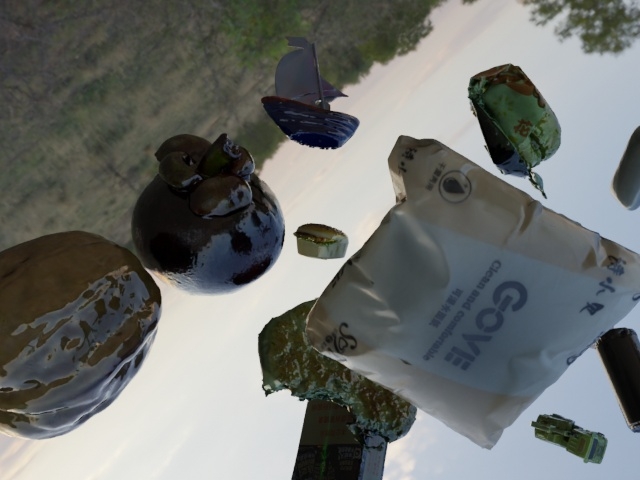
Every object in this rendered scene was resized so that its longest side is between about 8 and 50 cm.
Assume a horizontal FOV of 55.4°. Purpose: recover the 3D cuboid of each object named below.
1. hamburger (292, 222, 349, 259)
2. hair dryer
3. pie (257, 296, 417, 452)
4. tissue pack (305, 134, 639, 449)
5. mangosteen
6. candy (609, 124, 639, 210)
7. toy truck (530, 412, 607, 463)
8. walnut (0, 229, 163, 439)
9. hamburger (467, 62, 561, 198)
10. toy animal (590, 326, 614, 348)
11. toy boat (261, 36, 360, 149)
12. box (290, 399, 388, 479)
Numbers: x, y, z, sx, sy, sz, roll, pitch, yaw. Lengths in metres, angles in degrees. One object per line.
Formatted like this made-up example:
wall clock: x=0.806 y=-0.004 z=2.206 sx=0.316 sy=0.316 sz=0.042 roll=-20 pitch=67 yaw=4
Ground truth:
hamburger: x=0.000 y=0.000 z=1.424 sx=0.141 sy=0.081 sz=0.127 roll=-2 pitch=-171 yaw=-42
hair dryer: x=0.700 y=0.295 z=1.276 sx=0.089 sy=0.252 sz=0.197 roll=-46 pitch=-138 yaw=42
pie: x=0.048 y=0.256 z=1.285 sx=0.296 sy=0.372 sz=0.078 roll=-62 pitch=-179 yaw=-37
tissue pack: x=0.201 y=0.080 z=0.866 sx=0.375 sy=0.390 sz=0.195 roll=-60 pitch=-174 yaw=29
mangosteen: x=-0.221 y=-0.057 z=1.217 sx=0.306 sy=0.307 sz=0.346 roll=-62 pitch=159 yaw=-54
candy: x=0.695 y=-0.160 z=1.334 sx=0.138 sy=0.071 sz=0.174 roll=-62 pitch=166 yaw=-67
toy truck: x=0.591 y=0.472 z=1.474 sx=0.169 sy=0.100 sz=0.077 roll=16 pitch=-92 yaw=58
walnut: x=-0.417 y=0.139 z=0.992 sx=0.344 sy=0.306 sz=0.306 roll=-38 pitch=-176 yaw=-43
hamburger: x=0.346 y=-0.186 z=1.057 sx=0.125 sy=0.235 sz=0.214 roll=-37 pitch=163 yaw=22
toy animal: x=0.755 y=0.224 z=1.848 sx=0.213 sy=0.257 sz=0.194 roll=22 pitch=73 yaw=-66
toy boat: x=-0.043 y=-0.335 z=1.343 sx=0.219 sy=0.318 sz=0.072 roll=-16 pitch=162 yaw=-33
box: x=0.037 y=0.489 z=1.309 sx=0.198 sy=0.084 sz=0.310 roll=-17 pitch=-132 yaw=40
